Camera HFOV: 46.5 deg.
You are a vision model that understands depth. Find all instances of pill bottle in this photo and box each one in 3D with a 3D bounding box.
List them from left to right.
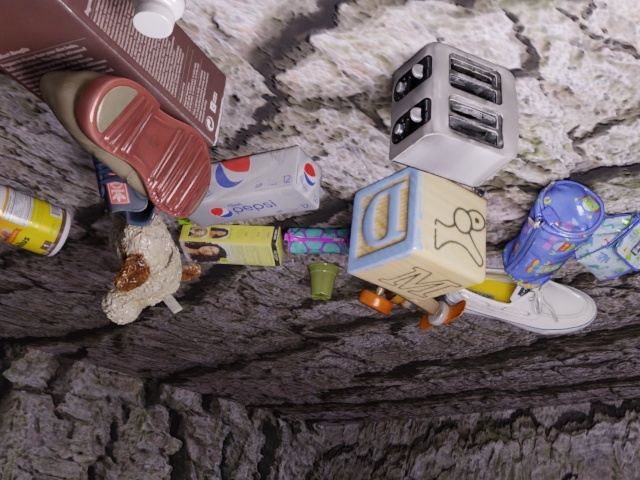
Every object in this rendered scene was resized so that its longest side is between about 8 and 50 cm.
[{"bbox_3d":[-0.681,-0.050,1.665,0.215,0.117,0.117,25,150,-36],"label":"pill bottle"},{"bbox_3d":[-0.201,-0.319,0.943,0.067,0.120,0.067,5,156,2],"label":"pill bottle"}]

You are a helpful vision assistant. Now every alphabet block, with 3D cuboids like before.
[{"bbox_3d":[0.192,-0.009,1.469,0.197,0.192,0.193,24,152,-32],"label":"alphabet block"}]

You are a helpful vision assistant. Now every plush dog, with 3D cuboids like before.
[{"bbox_3d":[-0.379,0.035,1.641,0.211,0.262,0.225,-1,152,-3],"label":"plush dog"}]

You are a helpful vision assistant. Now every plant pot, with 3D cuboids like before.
[{"bbox_3d":[0.005,0.108,1.909,0.083,0.079,0.083,5,155,2],"label":"plant pot"}]

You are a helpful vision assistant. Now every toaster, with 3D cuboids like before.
[{"bbox_3d":[0.201,-0.178,1.107,0.186,0.168,0.110,16,153,-20],"label":"toaster"}]

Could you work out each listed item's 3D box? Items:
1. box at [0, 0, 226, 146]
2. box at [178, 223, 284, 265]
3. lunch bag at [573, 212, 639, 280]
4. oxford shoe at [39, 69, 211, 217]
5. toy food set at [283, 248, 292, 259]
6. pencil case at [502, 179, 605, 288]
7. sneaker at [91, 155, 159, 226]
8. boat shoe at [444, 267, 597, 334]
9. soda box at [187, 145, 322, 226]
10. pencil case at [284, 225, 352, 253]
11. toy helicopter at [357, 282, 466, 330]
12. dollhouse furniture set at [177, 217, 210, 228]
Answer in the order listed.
[{"bbox_3d":[-0.319,-0.270,1.064,0.191,0.143,0.381,-6,155,25],"label":"box"},{"bbox_3d":[-0.206,0.010,1.743,0.233,0.058,0.087,1,141,9],"label":"box"},{"bbox_3d":[0.612,0.008,1.537,0.151,0.096,0.129,-30,138,31],"label":"lunch bag"},{"bbox_3d":[-0.265,-0.143,1.075,0.130,0.123,0.348,25,164,23],"label":"oxford shoe"},{"bbox_3d":[-0.128,0.018,1.815,0.122,0.019,0.078,9,157,13],"label":"toy food set"},{"bbox_3d":[0.454,-0.005,1.496,0.133,0.119,0.306,-16,158,-10],"label":"pencil case"},{"bbox_3d":[-0.365,-0.138,1.355,0.131,0.148,0.350,1,155,12],"label":"sneaker"},{"bbox_3d":[0.488,0.122,1.790,0.367,0.135,0.156,13,154,9],"label":"boat shoe"},{"bbox_3d":[-0.145,-0.101,1.456,0.286,0.091,0.098,-8,154,29],"label":"soda box"},{"bbox_3d":[0.000,0.000,1.685,0.152,0.064,0.070,-1,171,13],"label":"pencil case"},{"bbox_3d":[0.230,0.146,1.857,0.235,0.140,0.355,26,175,8],"label":"toy helicopter"},{"bbox_3d":[-0.267,-0.068,1.646,0.076,0.058,0.152,-13,170,22],"label":"dollhouse furniture set"}]
